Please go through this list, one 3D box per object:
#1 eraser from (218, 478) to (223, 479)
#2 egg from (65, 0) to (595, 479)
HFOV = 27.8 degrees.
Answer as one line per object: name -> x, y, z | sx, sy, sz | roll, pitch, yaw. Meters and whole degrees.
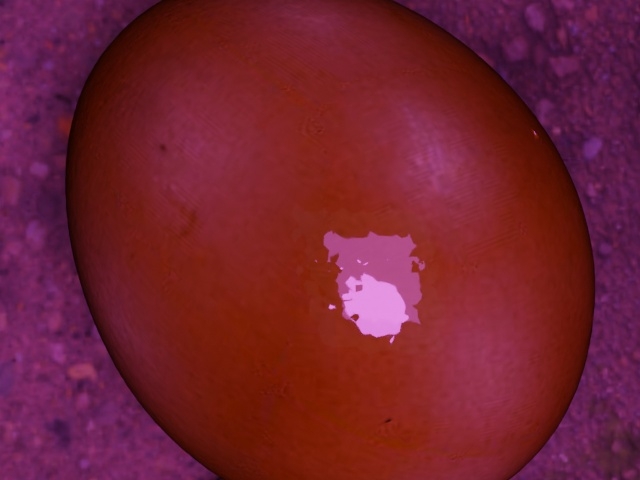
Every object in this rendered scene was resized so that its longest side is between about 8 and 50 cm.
eraser -> -0.010, 0.181, 0.876 | 0.225, 0.052, 0.095 | -33, 97, -11
egg -> 0.000, 0.000, 0.763 | 0.282, 0.282, 0.351 | -40, 72, -10
